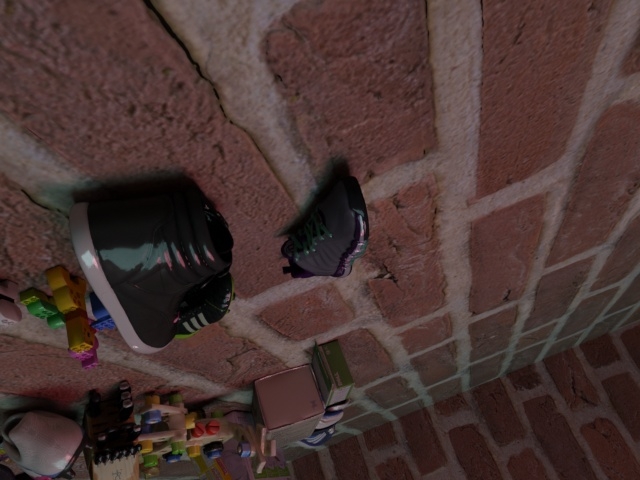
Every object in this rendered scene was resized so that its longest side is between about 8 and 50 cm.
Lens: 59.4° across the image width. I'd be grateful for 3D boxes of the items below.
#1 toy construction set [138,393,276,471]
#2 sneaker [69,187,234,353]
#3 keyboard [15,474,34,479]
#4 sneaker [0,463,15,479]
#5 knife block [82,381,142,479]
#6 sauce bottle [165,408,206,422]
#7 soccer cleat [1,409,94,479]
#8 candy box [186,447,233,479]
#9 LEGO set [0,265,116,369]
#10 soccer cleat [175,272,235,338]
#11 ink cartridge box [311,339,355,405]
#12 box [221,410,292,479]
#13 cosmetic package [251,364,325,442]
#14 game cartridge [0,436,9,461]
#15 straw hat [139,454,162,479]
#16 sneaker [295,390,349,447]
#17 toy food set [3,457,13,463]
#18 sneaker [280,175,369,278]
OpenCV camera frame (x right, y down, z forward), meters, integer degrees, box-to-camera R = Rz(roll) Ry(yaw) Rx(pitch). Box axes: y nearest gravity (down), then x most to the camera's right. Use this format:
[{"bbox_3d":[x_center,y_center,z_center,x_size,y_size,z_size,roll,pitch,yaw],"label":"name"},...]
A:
[{"bbox_3d":[-0.265,0.433,1.258,0.327,0.151,0.215,20,136,-24],"label":"toy construction set"},{"bbox_3d":[-0.167,0.046,0.657,0.146,0.105,0.296,-12,149,-7],"label":"sneaker"},{"bbox_3d":[-0.817,0.615,1.354,0.317,0.033,0.201,-19,161,-7],"label":"keyboard"},{"bbox_3d":[-0.752,0.502,1.117,0.319,0.112,0.131,-12,176,-4],"label":"sneaker"},{"bbox_3d":[-0.426,0.365,1.130,0.088,0.242,0.275,-4,-166,-29],"label":"knife block"},{"bbox_3d":[-0.345,0.445,1.371,0.128,0.042,0.042,-6,150,-28],"label":"sauce bottle"},{"bbox_3d":[-0.517,0.366,1.038,0.143,0.116,0.331,38,145,-14],"label":"soccer cleat"},{"bbox_3d":[-0.297,0.564,1.451,0.027,0.206,0.105,-14,158,-51],"label":"candy box"},{"bbox_3d":[-0.303,0.104,0.680,0.087,0.093,0.227,-23,154,3],"label":"LEGO set"},{"bbox_3d":[-0.184,0.098,0.802,0.072,0.060,0.179,5,147,-41],"label":"soccer cleat"},{"bbox_3d":[0.029,0.302,1.299,0.062,0.109,0.209,-16,153,-12],"label":"ink cartridge box"},{"bbox_3d":[-0.205,0.625,1.606,0.126,0.231,0.262,-28,154,10],"label":"box"},{"bbox_3d":[-0.093,0.443,1.459,0.153,0.129,0.296,-12,153,-17],"label":"cosmetic package"},{"bbox_3d":[-0.622,0.409,1.101,0.083,0.017,0.056,-33,147,7],"label":"game cartridge"},{"bbox_3d":[-0.509,0.679,1.676,0.144,0.061,0.144,-17,154,-8],"label":"straw hat"},{"bbox_3d":[0.018,0.549,1.745,0.236,0.130,0.323,-29,148,25],"label":"sneaker"},{"bbox_3d":[-0.644,0.438,1.159,0.078,0.019,0.122,-28,146,13],"label":"toy food set"},{"bbox_3d":[0.000,0.000,0.729,0.098,0.083,0.224,-10,153,-11],"label":"sneaker"}]
